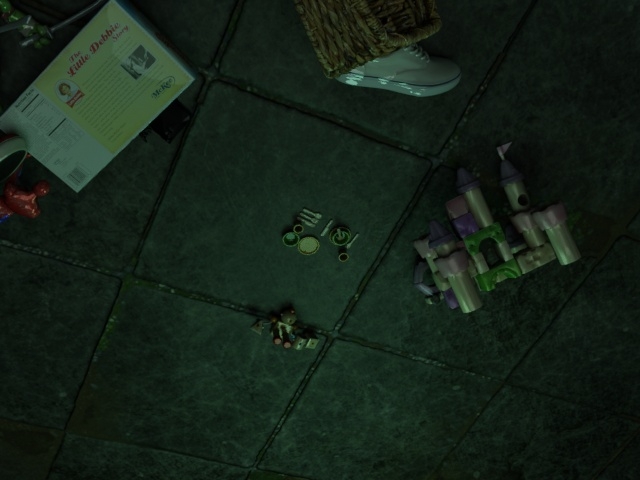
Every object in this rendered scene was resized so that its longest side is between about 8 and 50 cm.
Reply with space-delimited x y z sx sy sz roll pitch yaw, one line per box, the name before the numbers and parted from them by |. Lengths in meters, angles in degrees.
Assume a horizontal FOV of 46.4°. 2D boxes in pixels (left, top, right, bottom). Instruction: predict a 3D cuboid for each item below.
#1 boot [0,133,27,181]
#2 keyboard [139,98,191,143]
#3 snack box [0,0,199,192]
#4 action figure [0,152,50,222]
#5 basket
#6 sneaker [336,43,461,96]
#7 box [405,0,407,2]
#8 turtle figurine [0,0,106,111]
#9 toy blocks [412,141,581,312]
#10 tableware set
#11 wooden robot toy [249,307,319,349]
boot | -0.641 -0.166 1.320 0.244 0.088 0.176 -29 89 22
keyboard | -0.338 -0.260 1.385 0.100 0.038 0.192 -49 119 -5
snack box | -0.391 -0.253 1.310 0.322 0.060 0.187 -39 114 18
action figure | -0.603 -0.084 1.429 0.280 0.139 0.091 -16 131 29
basket | 0.050 -0.431 1.165 0.223 0.213 0.299 -23 99 6
sneaker | 0.149 -0.324 1.354 0.258 0.094 0.091 -2 141 -22
box | 0.098 -0.451 1.316 0.207 0.036 0.114 -35 122 14
turtle figurine | -0.529 -0.309 1.215 0.274 0.198 0.266 18 123 -16
toy blocks | 0.321 -0.028 1.562 0.288 0.309 0.260 -26 92 -6
tableware set | 0.000 0.000 1.612 0.154 0.024 0.104 25 117 -24
wooden robot toy | -0.071 0.197 1.709 0.173 0.076 0.079 23 107 -23
